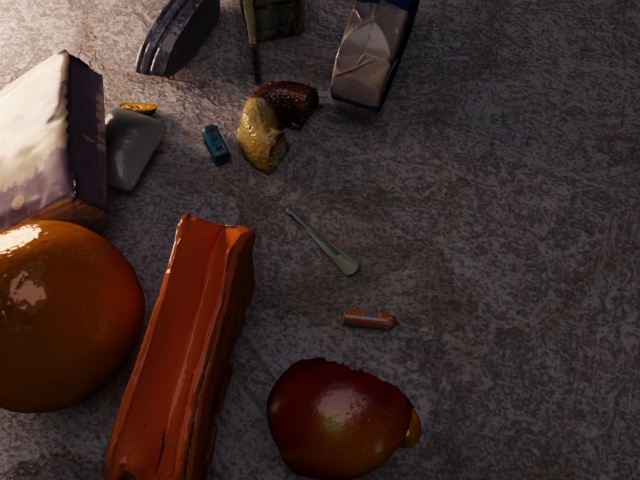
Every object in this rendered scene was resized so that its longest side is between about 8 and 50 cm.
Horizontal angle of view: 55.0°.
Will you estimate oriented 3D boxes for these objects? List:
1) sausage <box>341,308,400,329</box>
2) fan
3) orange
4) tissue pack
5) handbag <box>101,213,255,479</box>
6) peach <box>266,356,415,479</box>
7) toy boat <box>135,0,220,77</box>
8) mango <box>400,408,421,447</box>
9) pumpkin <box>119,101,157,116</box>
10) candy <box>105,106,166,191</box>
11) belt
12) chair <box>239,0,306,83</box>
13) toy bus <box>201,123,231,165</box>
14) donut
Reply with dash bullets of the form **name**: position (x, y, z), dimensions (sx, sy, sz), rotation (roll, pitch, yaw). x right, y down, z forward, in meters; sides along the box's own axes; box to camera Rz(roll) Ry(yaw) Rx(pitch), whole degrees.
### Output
- **sausage**: position (0.094, 0.146, 1.131), dimensions (0.107, 0.031, 0.031), rotation (7, 64, 2)
- **fan**: position (0.000, 0.000, 1.208), dimensions (0.193, 0.016, 0.038), rotation (42, 72, 16)
- **orange**: position (-0.443, 0.118, 0.983), dimensions (0.312, 0.312, 0.312), rotation (1, 64, -1)
- **tissue pack**: position (-0.525, -0.166, 1.172), dimensions (0.242, 0.125, 0.343), rotation (-23, 64, 21)
- **handbag**: position (-0.192, 0.192, 0.952), dimensions (0.116, 0.303, 0.410), rotation (11, 66, 2)
- **peach**: position (0.033, 0.272, 0.983), dimensions (0.226, 0.190, 0.196), rotation (-20, 21, -3)
- **toy boat**: position (-0.315, -0.466, 1.366), dimensions (0.078, 0.127, 0.283), rotation (24, 64, 3)
- **mango**: position (0.138, 0.307, 1.045), dimensions (0.060, 0.046, 0.089), rotation (-18, 62, -10)
- **pumpkin**: position (-0.391, -0.279, 1.323), dimensions (0.083, 0.028, 0.050), rotation (14, 33, 13)
- **candy**: position (-0.410, -0.190, 1.257), dimensions (0.138, 0.071, 0.174), rotation (18, 66, 10)
- **belt**: position (0.127, -0.436, 1.317), dimensions (0.117, 0.212, 0.347), rotation (19, 61, 6)
- **chair**: position (-0.103, -0.506, 1.385), dimensions (0.147, 0.136, 0.270), rotation (-12, 63, -6)
- **toy bus**: position (-0.219, -0.201, 1.283), dimensions (0.038, 0.046, 0.083), rotation (-22, 68, -12)
- **donut**: position (-0.100, -0.257, 1.292), dimensions (0.141, 0.085, 0.217), rotation (24, 67, 9)
